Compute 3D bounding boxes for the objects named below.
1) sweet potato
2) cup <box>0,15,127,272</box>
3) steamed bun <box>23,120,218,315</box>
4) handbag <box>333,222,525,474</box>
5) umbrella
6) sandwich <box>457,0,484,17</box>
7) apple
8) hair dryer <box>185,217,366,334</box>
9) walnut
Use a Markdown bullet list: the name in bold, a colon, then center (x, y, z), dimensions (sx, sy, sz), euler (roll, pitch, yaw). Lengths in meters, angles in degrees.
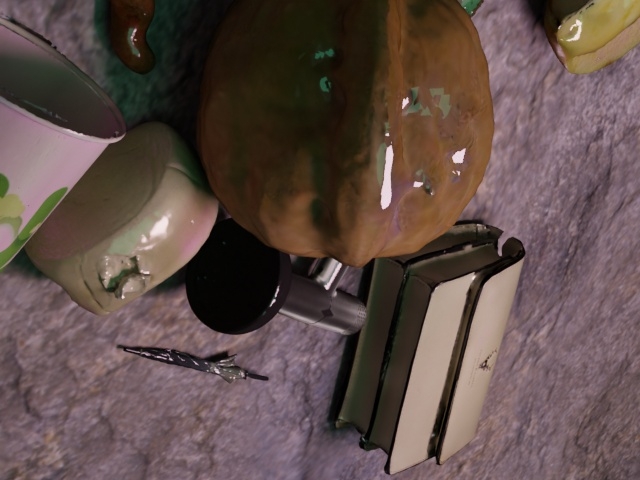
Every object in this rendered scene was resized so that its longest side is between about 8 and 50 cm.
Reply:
- **sweet potato**: center (-0.216, -0.268, 1.440), dimensions (0.058, 0.055, 0.202), euler (-3, 132, 6)
- **cup**: center (-0.376, -0.083, 1.322), dimensions (0.253, 0.253, 0.274), euler (22, 112, -45)
- **steamed bun**: center (-0.225, -0.016, 1.537), dimensions (0.238, 0.152, 0.170), euler (-39, 137, -8)
- **handbag**: center (0.182, 0.167, 1.995), dimensions (0.236, 0.160, 0.359), euler (-15, 127, -41)
- **umbrella**: center (-0.164, 0.173, 1.802), dimensions (0.269, 0.044, 0.044), euler (19, 75, -46)
- **sandwich**: center (0.170, -0.363, 1.667), dimensions (0.235, 0.079, 0.159), euler (-43, 137, -6)
- **apple**: center (0.422, -0.350, 1.859), dimensions (0.265, 0.120, 0.193), euler (-37, 148, -9)
- **hair dryer**: center (-0.021, -0.008, 1.781), dimensions (0.320, 0.155, 0.284), euler (7, 94, -56)
- **walnut**: center (0.024, -0.157, 1.519), dimensions (0.383, 0.383, 0.384), euler (-21, 130, -27)
